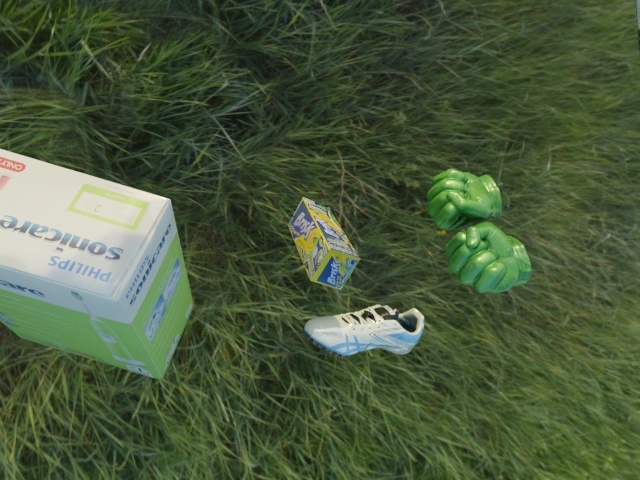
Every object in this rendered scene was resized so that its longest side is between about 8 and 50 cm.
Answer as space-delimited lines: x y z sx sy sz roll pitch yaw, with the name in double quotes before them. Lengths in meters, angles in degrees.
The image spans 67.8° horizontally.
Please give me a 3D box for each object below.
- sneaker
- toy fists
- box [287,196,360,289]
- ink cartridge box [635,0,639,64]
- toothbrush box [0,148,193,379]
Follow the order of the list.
"sneaker" 0.074 0.139 0.774 0.237 0.085 0.086 8 109 -37
"toy fists" 0.307 -0.025 0.951 0.142 0.096 0.279 -6 63 -14
"box" 0.000 0.000 0.727 0.054 0.169 0.059 21 112 -25
"ink cartridge box" 0.421 -0.230 0.418 0.129 0.223 0.307 -25 113 -9
"toothbrush box" -0.276 0.046 0.554 0.206 0.283 0.122 16 60 1
